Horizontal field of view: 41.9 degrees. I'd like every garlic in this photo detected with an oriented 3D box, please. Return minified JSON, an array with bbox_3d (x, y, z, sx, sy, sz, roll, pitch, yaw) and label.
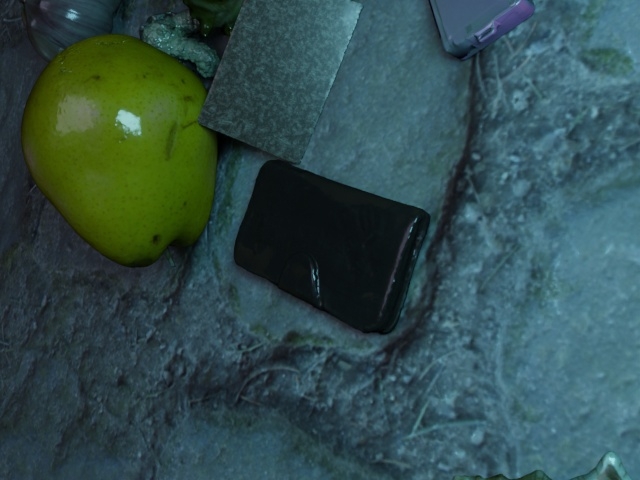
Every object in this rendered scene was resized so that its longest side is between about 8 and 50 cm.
[{"bbox_3d":[-0.494,-0.461,1.588,0.257,0.207,0.207,49,120,-1],"label":"garlic"}]

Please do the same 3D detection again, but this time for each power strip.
[{"bbox_3d":[0.168,-0.347,0.998,0.109,0.037,0.279,-31,60,36],"label":"power strip"}]

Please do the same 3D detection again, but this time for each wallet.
[{"bbox_3d":[0.000,0.000,1.076,0.309,0.042,0.165,24,96,45],"label":"wallet"}]

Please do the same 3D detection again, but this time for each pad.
[{"bbox_3d":[-0.057,-0.241,1.146,0.158,0.003,0.235,23,99,3],"label":"pad"}]

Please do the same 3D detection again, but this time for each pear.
[{"bbox_3d":[-0.293,-0.131,1.232,0.285,0.285,0.336,2,84,45],"label":"pear"}]

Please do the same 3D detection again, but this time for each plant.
[{"bbox_3d":[-0.137,-0.393,1.282,0.251,0.180,0.333,-66,17,-8],"label":"plant"}]

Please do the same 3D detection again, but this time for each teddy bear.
[{"bbox_3d":[-0.254,-0.306,1.356,0.213,0.111,0.133,-14,67,41],"label":"teddy bear"}]

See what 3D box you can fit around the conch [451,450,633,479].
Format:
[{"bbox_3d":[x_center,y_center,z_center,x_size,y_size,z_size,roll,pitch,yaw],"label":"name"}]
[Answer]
[{"bbox_3d":[0.235,0.249,0.745,0.234,0.114,0.137,1,90,9],"label":"conch"}]
